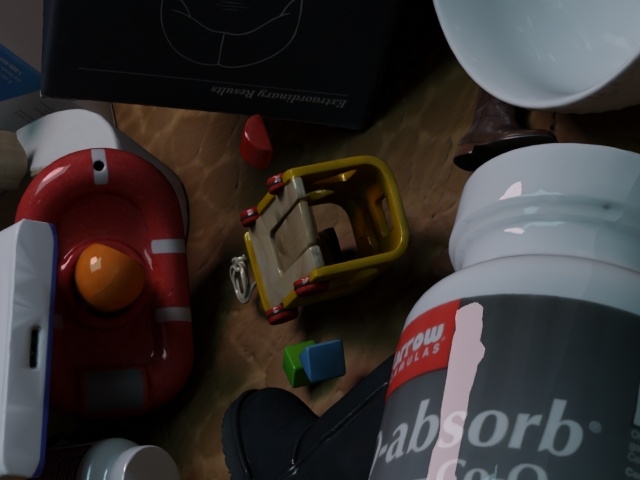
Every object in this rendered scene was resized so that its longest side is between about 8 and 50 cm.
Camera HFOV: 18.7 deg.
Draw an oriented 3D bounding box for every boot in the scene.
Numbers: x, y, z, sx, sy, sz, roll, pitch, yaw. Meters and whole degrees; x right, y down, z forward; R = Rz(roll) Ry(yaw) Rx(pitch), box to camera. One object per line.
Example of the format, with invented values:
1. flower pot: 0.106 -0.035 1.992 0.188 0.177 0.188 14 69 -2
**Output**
1. boot: 0.161 -0.114 1.575 0.106 0.037 0.114 -6 52 43
2. boot: 0.030 0.138 1.426 0.207 0.094 0.246 -41 21 16

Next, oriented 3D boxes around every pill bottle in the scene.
1. pill bottle: -0.192 0.212 1.641 0.152 0.086 0.086 -13 52 42
2. pill bottle: 0.135 0.139 1.159 0.210 0.210 0.363 -14 51 40

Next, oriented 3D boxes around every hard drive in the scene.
1. hard drive: -0.316 0.118 1.692 0.319 0.040 0.210 -21 63 55

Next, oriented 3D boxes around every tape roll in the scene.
1. tape roll: -0.262 0.016 1.872 0.286 0.100 0.286 -29 42 30

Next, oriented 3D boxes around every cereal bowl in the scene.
1. cereal bowl: 0.231 -0.258 1.479 0.339 0.141 0.339 -11 78 57

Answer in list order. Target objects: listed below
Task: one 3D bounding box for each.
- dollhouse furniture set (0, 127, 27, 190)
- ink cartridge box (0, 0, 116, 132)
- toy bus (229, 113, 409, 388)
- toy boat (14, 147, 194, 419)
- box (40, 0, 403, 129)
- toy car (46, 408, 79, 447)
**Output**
1. dollhouse furniture set: -0.386 -0.116 1.912 0.182 0.101 0.161 -11 80 42
2. ink cartridge box: -0.388 -0.137 2.055 0.270 0.198 0.197 -39 39 18
3. toy bus: 0.004 0.002 1.585 0.104 0.191 0.202 -11 34 -17
4. toy boat: -0.182 0.033 1.657 0.151 0.151 0.231 139 127 -76
5. box: -0.070 -0.314 1.629 0.212 0.293 0.395 -96 16 -44
6. toy car: -0.333 0.258 1.784 0.225 0.053 0.239 -15 50 40
